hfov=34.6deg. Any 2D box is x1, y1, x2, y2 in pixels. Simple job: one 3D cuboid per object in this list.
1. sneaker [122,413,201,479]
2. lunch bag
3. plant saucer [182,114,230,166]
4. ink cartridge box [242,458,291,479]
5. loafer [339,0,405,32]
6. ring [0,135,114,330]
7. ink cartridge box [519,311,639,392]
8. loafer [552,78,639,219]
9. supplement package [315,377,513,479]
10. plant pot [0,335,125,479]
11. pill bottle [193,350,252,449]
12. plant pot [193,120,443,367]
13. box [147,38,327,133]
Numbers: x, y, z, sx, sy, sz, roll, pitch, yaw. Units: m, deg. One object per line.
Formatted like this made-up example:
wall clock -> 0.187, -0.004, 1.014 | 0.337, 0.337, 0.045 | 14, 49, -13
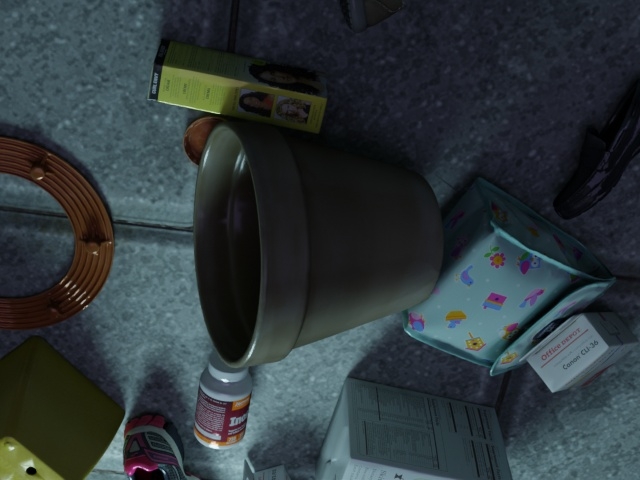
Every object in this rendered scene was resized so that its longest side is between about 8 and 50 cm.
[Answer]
sneaker -> -0.262, 0.437, 1.734 | 0.120, 0.112, 0.299 | -18, 120, 10
lunch bag -> 0.273, 0.073, 1.501 | 0.262, 0.160, 0.223 | 28, 118, -24
plant saucer -> -0.152, -0.139, 1.452 | 0.083, 0.013, 0.083 | 0, 121, 0
ink cartridge box -> -0.073, 0.461, 1.753 | 0.061, 0.104, 0.181 | -18, 119, 9
loafer -> 0.059, -0.387, 1.275 | 0.087, 0.094, 0.251 | -12, 125, -7
ring -> -0.475, 0.001, 1.520 | 0.336, 0.032, 0.337 | 0, 120, -1
ink cartridge box -> 0.390, 0.167, 1.543 | 0.115, 0.067, 0.198 | -46, 154, 23
loafer -> 0.397, -0.127, 1.436 | 0.078, 0.076, 0.223 | 34, 110, -13
supplement package -> 0.143, 0.379, 1.654 | 0.262, 0.198, 0.199 | 13, 119, -8
plant pot -> -0.467, 0.321, 1.618 | 0.212, 0.187, 0.212 | -34, 115, 18
pill bottle -> -0.154, 0.251, 1.640 | 0.086, 0.086, 0.152 | 7, 120, -5
plant pot -> 0.000, 0.000, 1.393 | 0.280, 0.323, 0.323 | -3, 123, -23
box -> -0.108, -0.207, 1.373 | 0.232, 0.087, 0.058 | 10, 122, -8
